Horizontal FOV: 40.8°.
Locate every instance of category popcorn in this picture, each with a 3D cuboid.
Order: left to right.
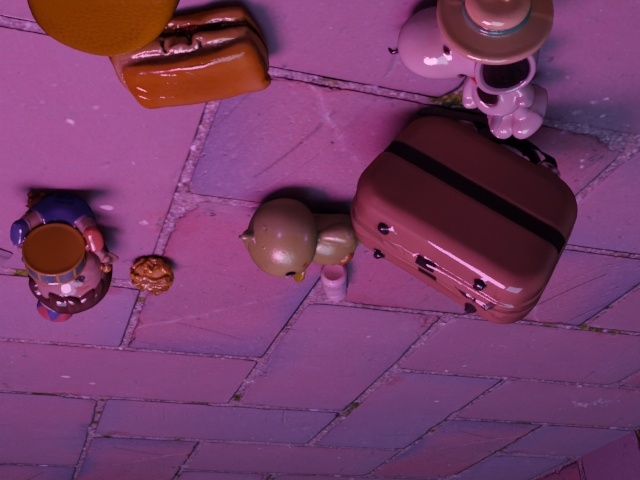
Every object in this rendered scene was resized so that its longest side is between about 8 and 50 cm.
[{"bbox_3d":[-0.315,0.066,1.597,0.082,0.057,0.083,22,144,-35],"label":"popcorn"}]

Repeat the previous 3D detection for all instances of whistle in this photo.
[{"bbox_3d":[-0.003,0.010,1.454,0.294,0.141,0.141,14,146,-28],"label":"whistle"}]

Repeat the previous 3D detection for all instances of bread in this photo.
[{"bbox_3d":[-0.167,-0.226,1.089,0.200,0.077,0.116,-8,158,9],"label":"bread"}]

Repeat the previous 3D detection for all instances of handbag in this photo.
[{"bbox_3d":[0.224,-0.057,1.247,0.301,0.283,0.149,32,154,17],"label":"handbag"}]

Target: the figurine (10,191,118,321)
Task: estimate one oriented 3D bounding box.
[{"bbox_3d":[-0.427,0.043,1.440,0.161,0.158,0.275,8,149,-1],"label":"figurine"}]

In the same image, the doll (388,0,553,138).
[{"bbox_3d":[0.229,-0.231,1.077,0.271,0.144,0.208,26,160,-36],"label":"doll"}]

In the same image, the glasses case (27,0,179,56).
[{"bbox_3d":[-0.195,-0.341,0.810,0.173,0.141,0.371,13,149,-1],"label":"glasses case"}]

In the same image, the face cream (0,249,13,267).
[{"bbox_3d":[-0.668,0.066,1.565,0.224,0.070,0.114,-35,139,30],"label":"face cream"}]

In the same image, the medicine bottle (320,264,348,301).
[{"bbox_3d":[0.028,0.080,1.661,0.052,0.052,0.089,-5,151,3],"label":"medicine bottle"}]
